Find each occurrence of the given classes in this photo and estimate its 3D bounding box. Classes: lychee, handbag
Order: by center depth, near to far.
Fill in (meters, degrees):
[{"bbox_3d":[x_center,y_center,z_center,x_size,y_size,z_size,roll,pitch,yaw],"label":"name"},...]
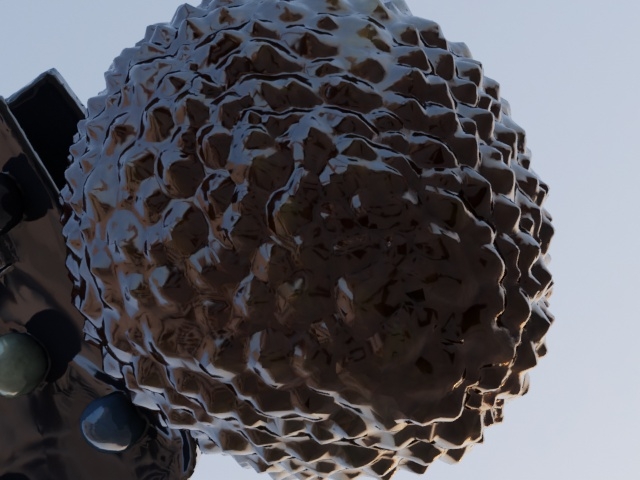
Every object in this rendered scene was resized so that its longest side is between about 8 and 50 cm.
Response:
[{"bbox_3d":[0.000,0.000,0.852,0.236,0.271,0.236,-13,-61,-23],"label":"lychee"},{"bbox_3d":[-0.216,0.061,1.039,0.269,0.325,0.118,56,-145,-2],"label":"handbag"}]
